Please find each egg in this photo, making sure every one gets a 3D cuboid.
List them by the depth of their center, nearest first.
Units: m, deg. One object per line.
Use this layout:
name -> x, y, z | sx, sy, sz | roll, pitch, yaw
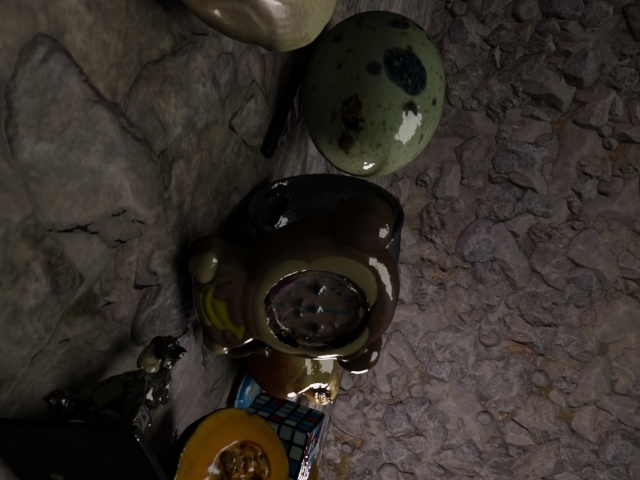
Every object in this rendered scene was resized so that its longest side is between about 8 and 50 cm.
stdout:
egg -> 0.105, -0.289, 0.870 | 0.379, 0.288, 0.287 | -85, 178, -48

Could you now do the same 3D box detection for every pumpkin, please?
pumpkin -> -0.207, 0.438, 0.663 | 0.232, 0.242, 0.324 | -49, -169, 39

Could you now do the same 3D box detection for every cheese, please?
cheese -> -0.148, 0.305, 1.041 | 0.256, 0.037, 0.106 | -58, 159, -55

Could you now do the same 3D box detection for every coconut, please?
coconut -> -0.064, -0.296, 0.407 | 0.224, 0.225, 0.224 | 15, 90, -77

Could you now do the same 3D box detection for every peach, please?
peach -> -0.056, 0.212, 0.946 | 0.214, 0.215, 0.235 | 21, 63, -77

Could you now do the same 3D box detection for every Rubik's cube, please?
Rubik's cube -> -0.110, 0.510, 1.091 | 0.187, 0.182, 0.183 | 18, 86, -77

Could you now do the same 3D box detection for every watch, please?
watch -> -0.026, 0.015, 0.759 | 0.326, 0.336, 0.313 | -90, 178, -56

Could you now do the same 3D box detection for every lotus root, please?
lotus root -> 0.002, 0.532, 1.671 | 0.257, 0.140, 0.154 | -66, 154, -72

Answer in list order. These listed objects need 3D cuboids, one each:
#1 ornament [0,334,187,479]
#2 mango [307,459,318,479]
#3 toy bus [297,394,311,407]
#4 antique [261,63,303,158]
ornament -> -0.205, 0.162, 0.469 | 0.196, 0.167, 0.153 | -78, 164, -56
mango -> -0.105, 0.684, 1.283 | 0.211, 0.173, 0.317 | -64, -169, 9
toy bus -> -0.066, 0.646, 1.696 | 0.102, 0.052, 0.057 | -16, 117, -77
antique -> -0.070, -0.244, 0.816 | 0.031, 0.015, 0.191 | 61, 45, -69
